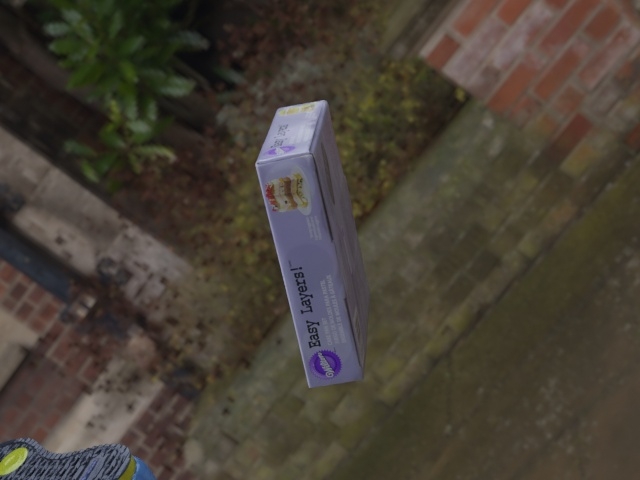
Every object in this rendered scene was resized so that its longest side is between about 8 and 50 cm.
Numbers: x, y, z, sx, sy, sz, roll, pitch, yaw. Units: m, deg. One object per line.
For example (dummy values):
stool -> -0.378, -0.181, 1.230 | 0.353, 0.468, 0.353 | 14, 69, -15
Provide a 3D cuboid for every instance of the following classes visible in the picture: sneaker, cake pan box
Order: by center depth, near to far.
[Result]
sneaker -> -0.209, 0.210, 1.042 | 0.209, 0.082, 0.069 | -5, 39, 38
cake pan box -> 0.000, 0.000, 1.408 | 0.070, 0.267, 0.246 | -10, 19, 9
